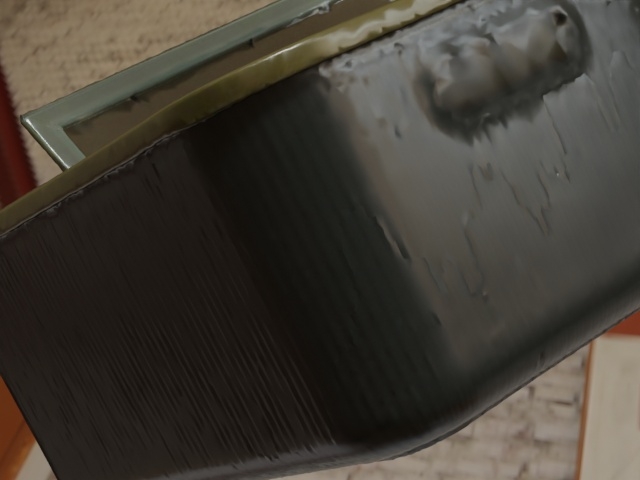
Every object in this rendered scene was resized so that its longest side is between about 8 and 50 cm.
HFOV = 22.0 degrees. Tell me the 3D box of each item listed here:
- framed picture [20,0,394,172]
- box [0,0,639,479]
[{"bbox_3d":[0.009,-0.037,0.878,0.216,0.273,0.016,48,-39,16],"label":"framed picture"},{"bbox_3d":[0.000,0.000,0.437,0.201,0.144,0.090,-22,-85,55],"label":"box"}]
